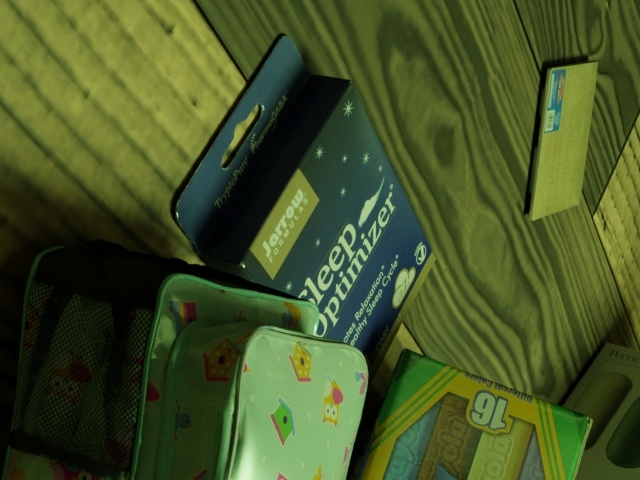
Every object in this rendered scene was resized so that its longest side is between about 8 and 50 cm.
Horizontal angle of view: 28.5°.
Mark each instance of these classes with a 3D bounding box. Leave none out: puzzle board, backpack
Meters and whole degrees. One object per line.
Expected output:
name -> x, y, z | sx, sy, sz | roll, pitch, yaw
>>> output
puzzle board -> 0.205, -0.087, 1.070 | 0.096, 0.011, 0.128 | -16, 115, -53
backpack -> -0.068, 0.109, 0.602 | 0.166, 0.144, 0.188 | 19, 89, -63

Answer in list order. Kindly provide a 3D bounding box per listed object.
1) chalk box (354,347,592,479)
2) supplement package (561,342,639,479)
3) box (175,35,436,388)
chalk box -> 0.071, 0.203, 0.810 | 0.132, 0.132, 0.213 | 102, 10, -65
supplement package -> 0.311, 0.269, 1.197 | 0.262, 0.199, 0.198 | -44, 135, -40
box -> 0.000, 0.000, 0.764 | 0.136, 0.036, 0.225 | -60, 144, -23
